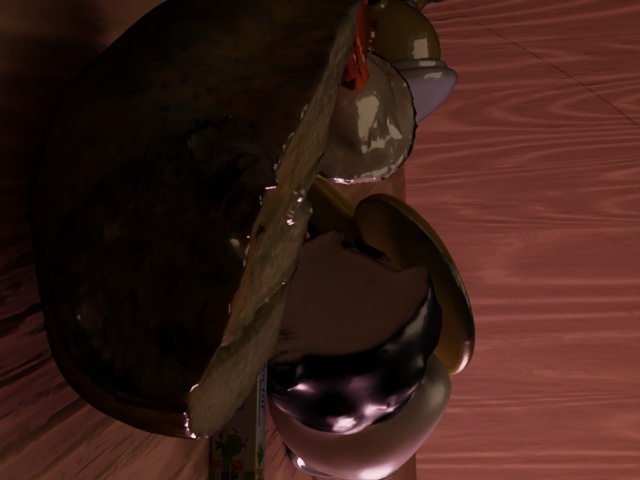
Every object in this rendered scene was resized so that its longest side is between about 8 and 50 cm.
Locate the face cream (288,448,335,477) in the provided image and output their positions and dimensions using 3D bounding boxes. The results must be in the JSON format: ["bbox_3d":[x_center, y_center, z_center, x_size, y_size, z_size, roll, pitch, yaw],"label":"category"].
[{"bbox_3d":[0.018,0.177,1.254,0.101,0.101,0.252,76,15,-50],"label":"face cream"}]

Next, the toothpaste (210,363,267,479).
[{"bbox_3d":[-0.075,0.159,0.871,0.034,0.046,0.164,45,44,-71],"label":"toothpaste"}]

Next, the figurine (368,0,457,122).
[{"bbox_3d":[0.142,-0.353,1.517,0.224,0.205,0.382,11,97,-74],"label":"figurine"}]

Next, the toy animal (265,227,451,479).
[{"bbox_3d":[0.036,0.129,1.033,0.267,0.212,0.213,75,16,-52],"label":"toy animal"}]

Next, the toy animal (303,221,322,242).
[{"bbox_3d":[0.000,0.000,1.340,0.065,0.047,0.136,58,25,-87],"label":"toy animal"}]

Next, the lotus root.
[{"bbox_3d":[-0.087,-0.009,0.560,0.260,0.149,0.267,-61,166,-64],"label":"lotus root"}]

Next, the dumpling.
[{"bbox_3d":[0.055,-0.169,1.351,0.142,0.172,0.247,123,-9,-57],"label":"dumpling"}]

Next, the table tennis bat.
[{"bbox_3d":[0.074,0.021,1.163,0.368,0.054,0.224,42,-29,48],"label":"table tennis bat"}]

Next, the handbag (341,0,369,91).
[{"bbox_3d":[-0.004,-0.408,1.184,0.303,0.116,0.410,-77,162,-59],"label":"handbag"}]
